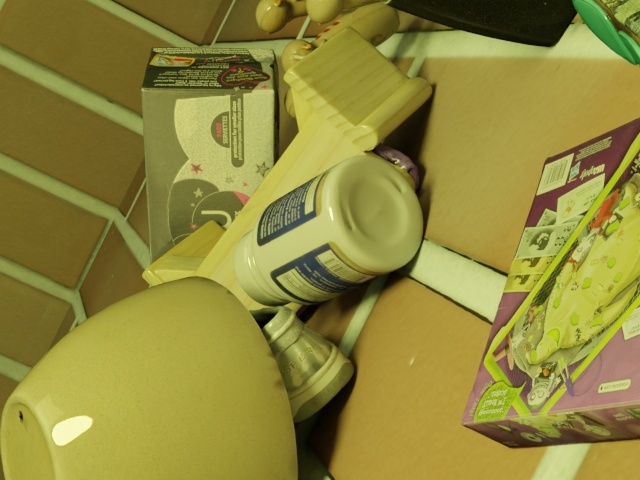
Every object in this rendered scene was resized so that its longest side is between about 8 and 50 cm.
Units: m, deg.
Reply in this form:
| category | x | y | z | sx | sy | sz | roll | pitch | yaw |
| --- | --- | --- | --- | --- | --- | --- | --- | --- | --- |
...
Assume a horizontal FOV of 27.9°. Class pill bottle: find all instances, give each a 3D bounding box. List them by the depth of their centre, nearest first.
| category | x | y | z | sx | sy | sz | roll | pitch | yaw |
| --- | --- | --- | --- | --- | --- | --- | --- | --- | --- |
| pill bottle | 0.000 | 0.000 | 1.235 | 0.186 | 0.112 | 0.112 | -26 | 39 | 50 |

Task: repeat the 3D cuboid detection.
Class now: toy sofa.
| category | x | y | z | sx | sy | sz | roll | pitch | yaw |
| --- | --- | --- | --- | --- | --- | --- | --- | --- | --- |
| toy sofa | -0.022 | -0.036 | 1.401 | 0.362 | 0.177 | 0.150 | -51 | -5 | 37 |

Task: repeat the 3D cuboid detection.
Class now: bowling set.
| category | x | y | z | sx | sy | sz | roll | pitch | yaw |
| --- | --- | --- | --- | --- | --- | --- | --- | --- | --- |
| bowling set | -0.016 | -0.277 | 1.465 | 0.154 | 0.200 | 0.287 | -28 | -19 | -25 |

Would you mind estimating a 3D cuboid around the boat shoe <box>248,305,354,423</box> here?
| category | x | y | z | sx | sy | sz | roll | pitch | yaw |
| --- | --- | --- | --- | --- | --- | --- | --- | --- | --- |
| boat shoe | -0.087 | 0.108 | 1.290 | 0.118 | 0.103 | 0.320 | -42 | 19 | -21 |

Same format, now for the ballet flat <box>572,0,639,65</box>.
| category | x | y | z | sx | sy | sz | roll | pitch | yaw |
| --- | --- | --- | --- | --- | --- | --- | --- | --- | --- |
| ballet flat | 0.233 | -0.154 | 0.906 | 0.070 | 0.070 | 0.188 | -58 | 19 | 18 |

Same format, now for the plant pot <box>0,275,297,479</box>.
| category | x | y | z | sx | sy | sz | roll | pitch | yaw |
| --- | --- | --- | --- | --- | --- | --- | --- | --- | --- |
| plant pot | -0.178 | 0.185 | 1.174 | 0.284 | 0.191 | 0.284 | 18 | 112 | 53 |

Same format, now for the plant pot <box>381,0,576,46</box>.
| category | x | y | z | sx | sy | sz | roll | pitch | yaw |
| --- | --- | --- | --- | --- | --- | --- | --- | --- | --- |
| plant pot | 0.151 | -0.274 | 1.116 | 0.188 | 0.167 | 0.187 | -59 | 23 | 18 |

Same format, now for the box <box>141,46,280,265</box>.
| category | x | y | z | sx | sy | sz | roll | pitch | yaw |
| --- | --- | --- | --- | --- | --- | --- | --- | --- | --- |
| box | -0.132 | -0.099 | 1.599 | 0.142 | 0.163 | 0.247 | -93 | 4 | -60 |

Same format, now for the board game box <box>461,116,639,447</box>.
| category | x | y | z | sx | sy | sz | roll | pitch | yaw |
| --- | --- | --- | --- | --- | --- | --- | --- | --- | --- |
| board game box | 0.208 | 0.009 | 0.739 | 0.208 | 0.056 | 0.347 | -65 | 15 | -19 |
